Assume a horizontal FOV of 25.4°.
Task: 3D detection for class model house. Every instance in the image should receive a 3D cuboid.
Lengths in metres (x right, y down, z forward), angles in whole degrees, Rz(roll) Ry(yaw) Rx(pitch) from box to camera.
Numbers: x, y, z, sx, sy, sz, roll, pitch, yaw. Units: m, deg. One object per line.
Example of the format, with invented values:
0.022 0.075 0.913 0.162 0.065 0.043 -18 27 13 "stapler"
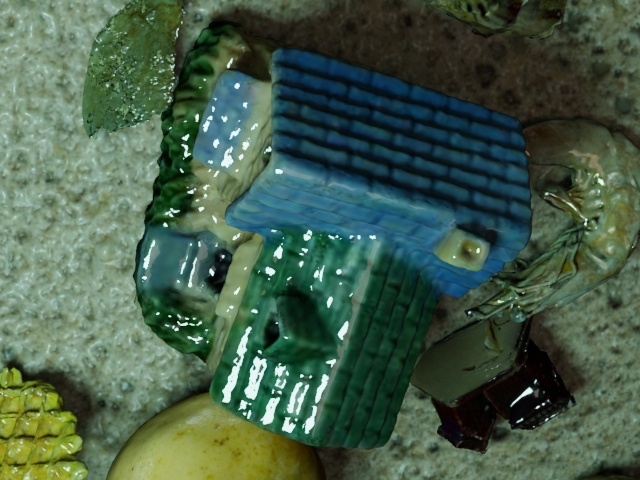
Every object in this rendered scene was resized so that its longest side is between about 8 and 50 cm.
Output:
0.000 0.000 1.731 0.395 0.400 0.445 17 100 -22 "model house"
0.246 0.209 2.017 0.203 0.141 0.164 -26 131 12 "model house"

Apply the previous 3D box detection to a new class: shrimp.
0.313 -0.023 1.962 0.360 0.085 0.247 -43 100 -15 "shrimp"

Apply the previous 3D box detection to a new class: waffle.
-0.405 0.288 1.782 0.238 0.243 0.058 -38 138 -1 "waffle"

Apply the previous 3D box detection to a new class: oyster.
0.223 -0.362 1.862 0.294 0.094 0.166 24 89 -27 "oyster"

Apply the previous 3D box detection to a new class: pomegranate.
-0.129 0.324 1.836 0.307 0.307 0.307 -4 106 -15 "pomegranate"

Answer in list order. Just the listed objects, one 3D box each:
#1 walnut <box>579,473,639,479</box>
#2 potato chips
0.407 0.436 2.092 0.231 0.178 0.178 -16 109 -7 "walnut"
-0.229 -0.217 1.769 0.209 0.026 0.142 -44 77 10 "potato chips"
